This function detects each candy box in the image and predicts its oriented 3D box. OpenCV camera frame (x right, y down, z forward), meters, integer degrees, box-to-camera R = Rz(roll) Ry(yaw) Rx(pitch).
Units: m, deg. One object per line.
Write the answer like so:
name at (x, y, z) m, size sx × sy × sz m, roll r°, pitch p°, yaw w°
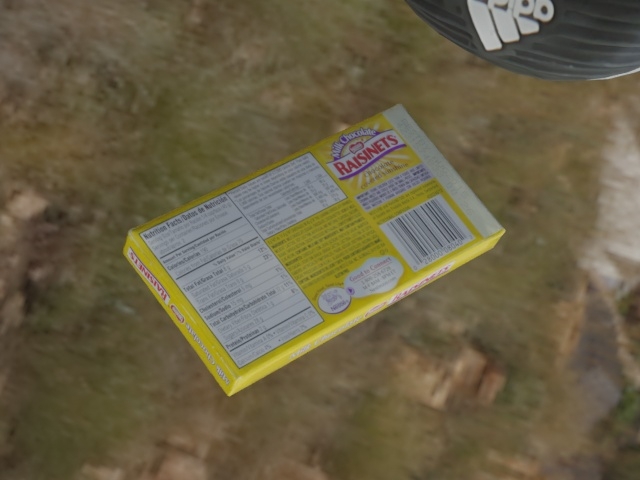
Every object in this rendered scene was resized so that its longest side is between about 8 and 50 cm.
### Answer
candy box at (0.000, 0.000, 0.922) m, size 0.206 × 0.105 × 0.027 m, roll -27°, pitch 158°, yaw -33°

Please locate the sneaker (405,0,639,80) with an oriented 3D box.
sneaker at (0.154, -0.272, 0.437) m, size 0.257 × 0.169 × 0.447 m, roll -19°, pitch 130°, yaw -54°
